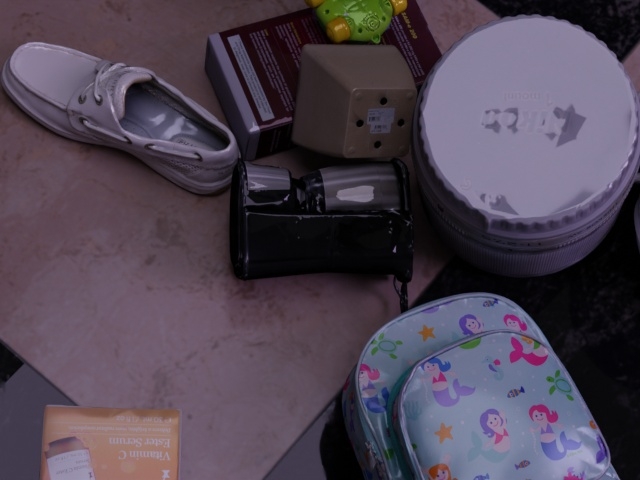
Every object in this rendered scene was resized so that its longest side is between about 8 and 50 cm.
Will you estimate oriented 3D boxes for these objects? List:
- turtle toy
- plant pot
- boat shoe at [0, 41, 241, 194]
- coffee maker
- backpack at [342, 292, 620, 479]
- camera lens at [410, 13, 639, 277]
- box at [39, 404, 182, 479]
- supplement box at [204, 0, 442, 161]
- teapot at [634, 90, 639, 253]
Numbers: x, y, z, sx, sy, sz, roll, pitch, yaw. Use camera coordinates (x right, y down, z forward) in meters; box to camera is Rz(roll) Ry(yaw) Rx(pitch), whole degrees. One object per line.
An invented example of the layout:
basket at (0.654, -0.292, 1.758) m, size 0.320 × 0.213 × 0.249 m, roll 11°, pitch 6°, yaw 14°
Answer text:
turtle toy at (0.026, -0.256, 1.486) m, size 0.095 × 0.066 × 0.130 m, roll -27°, pitch 71°, yaw -16°
plant pot at (0.042, -0.134, 1.428) m, size 0.109 × 0.109 × 0.096 m, roll -2°, pitch 25°, yaw -23°
boat shoe at (-0.206, -0.147, 1.466) m, size 0.277 × 0.096 × 0.098 m, roll 24°, pitch 66°, yaw 2°
coffee maker at (0.000, 0.000, 1.421) m, size 0.178 × 0.120 × 0.171 m, roll -3°, pitch 68°, yaw -9°
backpack at (0.142, 0.178, 1.335) m, size 0.225 × 0.191 × 0.253 m, roll -19°, pitch 67°, yaw -14°
camera lens at (0.202, -0.087, 1.388) m, size 0.219 × 0.274 × 0.219 m, roll -1°, pitch 79°, yaw 7°
box at (-0.196, 0.248, 1.297) m, size 0.130 × 0.091 × 0.170 m, roll 2°, pitch 66°, yaw -8°
supplement box at (0.007, -0.186, 1.530) m, size 0.239 × 0.073 × 0.130 m, roll -17°, pitch 70°, yaw -15°
teapot at (0.416, -0.014, 1.464) m, size 0.252 × 0.187 × 0.256 m, roll 39°, pitch 42°, yaw -18°
